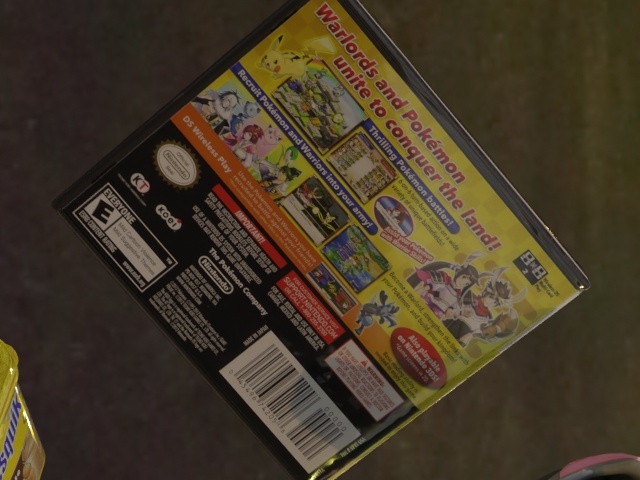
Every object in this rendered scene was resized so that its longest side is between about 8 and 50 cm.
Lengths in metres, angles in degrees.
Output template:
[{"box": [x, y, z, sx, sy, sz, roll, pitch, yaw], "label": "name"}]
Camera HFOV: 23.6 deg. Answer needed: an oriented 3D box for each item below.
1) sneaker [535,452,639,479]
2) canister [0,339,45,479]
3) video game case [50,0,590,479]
[{"box": [0.102, 0.237, 0.951, 0.319, 0.112, 0.131, -41, 171, -35], "label": "sneaker"}, {"box": [-0.274, 0.166, 1.214, 0.170, 0.073, 0.126, 87, 15, -56], "label": "canister"}, {"box": [0.000, 0.000, 1.037, 0.275, 0.248, 0.035, 50, 13, -8], "label": "video game case"}]
